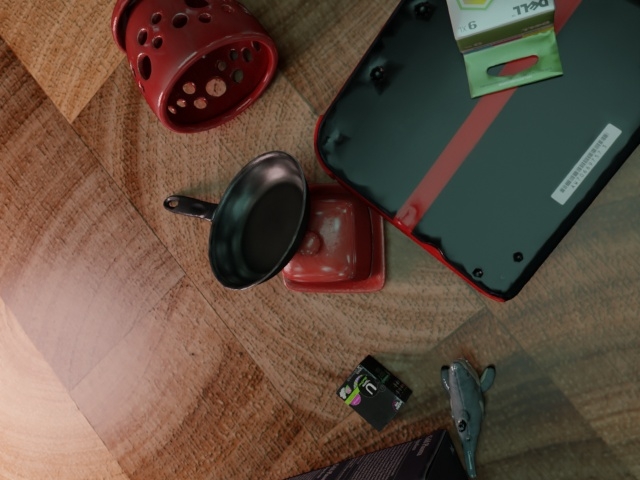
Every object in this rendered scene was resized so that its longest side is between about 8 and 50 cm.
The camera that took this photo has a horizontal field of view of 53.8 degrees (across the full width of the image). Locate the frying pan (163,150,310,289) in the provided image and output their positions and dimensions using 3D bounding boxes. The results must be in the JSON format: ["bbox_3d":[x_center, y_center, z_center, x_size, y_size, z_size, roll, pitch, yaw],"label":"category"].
[{"bbox_3d":[-0.127,-0.010,0.888,0.326,0.053,0.197,-19,58,42],"label":"frying pan"}]

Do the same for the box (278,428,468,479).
[{"bbox_3d":[0.082,0.481,0.848,0.313,0.179,0.343,-25,86,19],"label":"box"}]

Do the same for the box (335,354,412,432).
[{"bbox_3d":[0.077,0.216,0.895,0.083,0.052,0.062,40,108,12],"label":"box"}]

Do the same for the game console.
[{"bbox_3d":[0.206,-0.170,0.777,0.342,0.060,0.386,38,103,14],"label":"game console"}]

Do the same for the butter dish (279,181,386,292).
[{"bbox_3d":[0.000,0.000,0.871,0.160,0.118,0.160,-1,94,21],"label":"butter dish"}]

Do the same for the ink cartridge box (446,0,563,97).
[{"bbox_3d":[0.199,-0.281,0.713,0.109,0.062,0.209,-12,87,18],"label":"ink cartridge box"}]

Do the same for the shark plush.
[{"bbox_3d":[0.187,0.235,0.848,0.073,0.067,0.161,8,97,19],"label":"shark plush"}]

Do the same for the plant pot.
[{"bbox_3d":[-0.181,-0.275,0.880,0.191,0.191,0.174,-38,76,19],"label":"plant pot"}]
